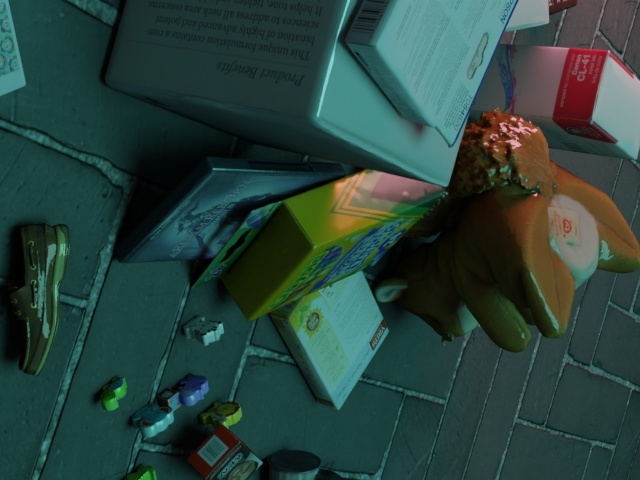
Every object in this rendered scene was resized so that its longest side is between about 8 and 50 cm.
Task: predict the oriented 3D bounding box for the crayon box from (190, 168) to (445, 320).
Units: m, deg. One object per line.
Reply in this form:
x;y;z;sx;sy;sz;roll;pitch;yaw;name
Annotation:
0.000;0.000;1.632;0.323;0.083;0.203;-22;162;-41;crayon box

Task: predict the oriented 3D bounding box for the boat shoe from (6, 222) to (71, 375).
-0.331;0.066;1.349;0.060;0.064;0.178;8;95;-24;boat shoe

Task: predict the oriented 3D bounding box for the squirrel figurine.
0.243;-0.010;1.910;0.281;0.370;0.397;-41;104;-38;squirrel figurine

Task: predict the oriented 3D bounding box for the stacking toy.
-0.199;0.224;1.586;0.221;0.052;0.167;-37;129;-41;stacking toy

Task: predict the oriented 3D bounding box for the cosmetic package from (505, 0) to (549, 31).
0.195;-0.490;1.695;0.156;0.217;0.385;-21;112;-43;cosmetic package

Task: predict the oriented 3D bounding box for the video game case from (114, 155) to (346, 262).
-0.112;-0.038;1.531;0.196;0.026;0.274;-42;159;30;video game case

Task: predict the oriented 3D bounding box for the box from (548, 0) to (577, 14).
0.304;-0.442;1.897;0.203;0.167;0.169;-32;117;-60;box

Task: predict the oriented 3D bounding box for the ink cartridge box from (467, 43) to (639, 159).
0.373;-0.240;1.993;0.226;0.306;0.131;20;85;-55;ink cartridge box

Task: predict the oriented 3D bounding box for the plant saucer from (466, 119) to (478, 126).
0.225;-0.130;1.999;0.168;0.029;0.168;-26;146;-20;plant saucer

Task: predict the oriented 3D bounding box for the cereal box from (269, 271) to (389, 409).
0.019;0.130;1.857;0.173;0.047;0.240;-54;140;-29;cereal box

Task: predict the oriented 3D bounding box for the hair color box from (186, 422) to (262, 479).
-0.134;0.312;1.665;0.072;0.043;0.141;-46;158;-8;hair color box

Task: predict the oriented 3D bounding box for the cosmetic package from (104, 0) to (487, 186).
0.001;-0.312;1.435;0.327;0.329;0.394;17;88;-55;cosmetic package

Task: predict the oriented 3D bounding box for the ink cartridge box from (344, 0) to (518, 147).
0.131;-0.251;1.309;0.224;0.045;0.223;44;67;-52;ink cartridge box

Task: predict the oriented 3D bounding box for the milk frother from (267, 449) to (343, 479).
-0.025;0.398;1.866;0.143;0.129;0.135;-111;-156;-74;milk frother

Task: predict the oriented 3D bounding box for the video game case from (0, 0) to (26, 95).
-0.378;-0.213;1.214;0.143;0.019;0.157;-34;127;-44;video game case
